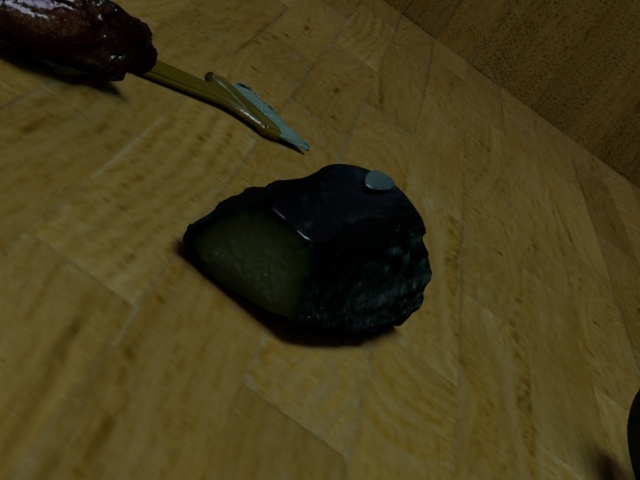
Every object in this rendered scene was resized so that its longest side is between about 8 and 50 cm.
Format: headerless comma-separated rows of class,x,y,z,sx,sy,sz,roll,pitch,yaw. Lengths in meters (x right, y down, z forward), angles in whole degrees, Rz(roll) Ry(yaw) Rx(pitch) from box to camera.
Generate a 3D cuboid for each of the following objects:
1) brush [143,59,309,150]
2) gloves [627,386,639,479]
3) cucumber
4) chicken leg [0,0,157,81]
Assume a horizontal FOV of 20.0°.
brush,-0.092,-0.114,1.354,0.082,0.010,0.218,45,16,32
gloves,0.250,0.146,1.124,0.135,0.107,0.268,30,29,4
cucumber,0.000,0.000,1.050,0.115,0.085,0.193,41,20,12
chicken leg,-0.177,-0.138,1.128,0.093,0.053,0.205,17,-5,29
